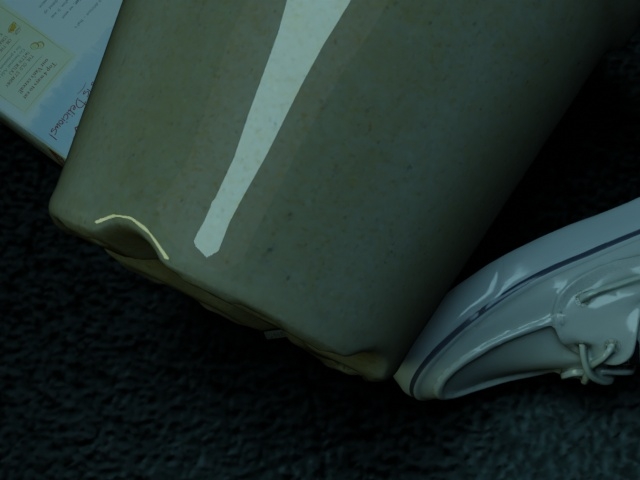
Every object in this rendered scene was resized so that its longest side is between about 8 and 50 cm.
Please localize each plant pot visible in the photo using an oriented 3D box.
[{"bbox_3d":[0.004,-0.098,0.994,0.333,0.334,0.305,25,84,18],"label":"plant pot"}]

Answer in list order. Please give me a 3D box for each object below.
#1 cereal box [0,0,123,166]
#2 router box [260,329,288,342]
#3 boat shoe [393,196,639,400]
[{"bbox_3d":[-0.202,-0.172,1.223,0.240,0.047,0.173,36,77,20],"label":"cereal box"},{"bbox_3d":[0.000,0.000,1.123,0.092,0.038,0.122,-9,67,5],"label":"router box"},{"bbox_3d":[0.175,0.044,1.051,0.267,0.096,0.088,-23,61,-10],"label":"boat shoe"}]
